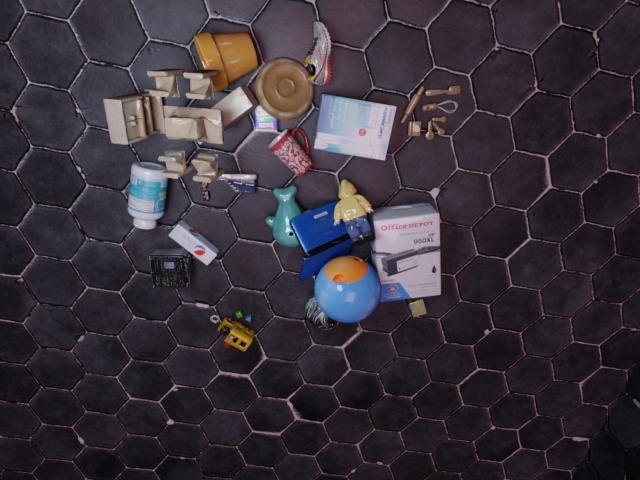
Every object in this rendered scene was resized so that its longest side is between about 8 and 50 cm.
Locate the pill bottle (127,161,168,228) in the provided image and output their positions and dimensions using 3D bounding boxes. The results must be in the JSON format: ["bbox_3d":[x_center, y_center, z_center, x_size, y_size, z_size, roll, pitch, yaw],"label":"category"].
[{"bbox_3d":[-0.721,-0.185,1.755,0.146,0.146,0.264,13,111,-7],"label":"pill bottle"}]

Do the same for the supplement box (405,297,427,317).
[{"bbox_3d":[0.467,0.318,2.047,0.083,0.056,0.083,-18,111,4],"label":"supplement box"}]

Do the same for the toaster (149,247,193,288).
[{"bbox_3d":[-0.661,0.123,1.896,0.185,0.110,0.168,0,112,-2],"label":"toaster"}]

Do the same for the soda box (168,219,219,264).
[{"bbox_3d":[-0.562,0.010,1.879,0.216,0.069,0.074,41,104,-15],"label":"soda box"}]

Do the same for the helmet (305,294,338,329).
[{"bbox_3d":[0.012,0.322,1.975,0.169,0.169,0.162,-12,128,2],"label":"helmet"}]

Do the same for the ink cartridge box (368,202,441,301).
[{"bbox_3d":[0.376,0.052,1.881,0.285,0.166,0.395,-7,111,0],"label":"ink cartridge box"}]

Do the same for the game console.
[{"bbox_3d":[0.000,0.000,1.837,0.293,0.173,0.250,-24,85,-35],"label":"game console"}]

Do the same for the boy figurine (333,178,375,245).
[{"bbox_3d":[0.131,-0.121,1.770,0.177,0.092,0.285,-25,67,16],"label":"boy figurine"}]

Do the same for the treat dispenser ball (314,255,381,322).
[{"bbox_3d":[0.117,0.208,1.804,0.288,0.288,0.288,-1,111,-2],"label":"treat dispenser ball"}]

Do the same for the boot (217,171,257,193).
[{"bbox_3d":[-0.367,-0.243,1.787,0.190,0.069,0.086,2,108,-5],"label":"boot"}]

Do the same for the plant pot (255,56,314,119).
[{"bbox_3d":[-0.138,-0.598,1.654,0.236,0.032,0.236,-2,102,-11],"label":"plant pot"}]

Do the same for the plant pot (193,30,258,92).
[{"bbox_3d":[-0.343,-0.681,1.563,0.188,0.205,0.205,-22,111,-10],"label":"plant pot"}]

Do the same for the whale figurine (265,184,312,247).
[{"bbox_3d":[-0.133,-0.096,1.816,0.216,0.141,0.272,-7,111,1],"label":"whale figurine"}]

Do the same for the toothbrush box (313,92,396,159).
[{"bbox_3d":[0.132,-0.459,1.696,0.295,0.126,0.216,8,111,-7],"label":"toothbrush box"}]

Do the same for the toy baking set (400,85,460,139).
[{"bbox_3d":[0.453,-0.537,1.733,0.196,0.030,0.256,21,109,-13],"label":"toy baking set"}]

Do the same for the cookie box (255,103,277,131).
[{"bbox_3d":[-0.220,-0.498,1.710,0.091,0.040,0.107,1,111,-3],"label":"cookie box"}]

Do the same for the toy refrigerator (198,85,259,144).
[{"bbox_3d":[-0.383,-0.494,1.651,0.269,0.102,0.094,-31,102,18],"label":"toy refrigerator"}]

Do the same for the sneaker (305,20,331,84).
[{"bbox_3d":[-0.011,-0.710,1.601,0.092,0.088,0.225,-9,111,-18],"label":"sneaker"}]

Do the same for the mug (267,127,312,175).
[{"bbox_3d":[-0.106,-0.367,1.731,0.150,0.113,0.169,-38,111,14],"label":"mug"}]

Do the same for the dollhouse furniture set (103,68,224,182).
[{"bbox_3d":[-0.528,-0.442,1.548,0.394,0.256,0.362,8,117,11],"label":"dollhouse furniture set"}]

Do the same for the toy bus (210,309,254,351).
[{"bbox_3d":[-0.423,0.452,2.037,0.202,0.104,0.191,-12,111,2],"label":"toy bus"}]

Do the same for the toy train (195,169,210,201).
[{"bbox_3d":[-0.502,-0.244,1.804,0.036,0.027,0.158,-8,112,-3],"label":"toy train"}]
